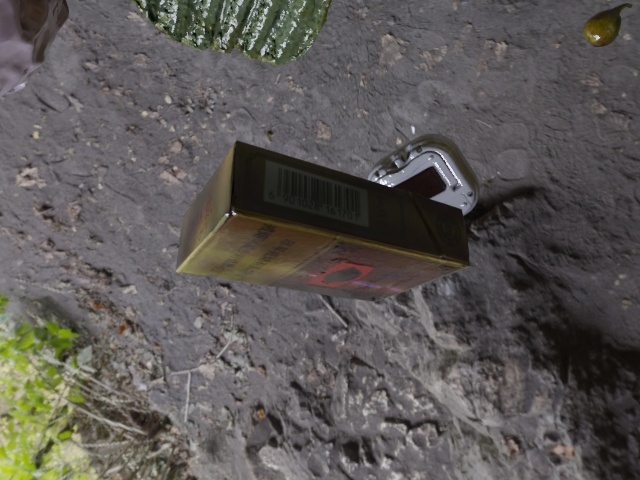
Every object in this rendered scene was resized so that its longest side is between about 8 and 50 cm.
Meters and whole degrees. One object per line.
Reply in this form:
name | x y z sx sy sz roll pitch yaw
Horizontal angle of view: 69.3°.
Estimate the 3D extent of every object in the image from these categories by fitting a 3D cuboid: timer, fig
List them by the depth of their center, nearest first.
fig | 0.648 -0.492 1.052 0.084 0.082 0.098 2 138 -17
timer | 0.263 -0.136 1.209 0.262 0.087 0.237 -28 112 33

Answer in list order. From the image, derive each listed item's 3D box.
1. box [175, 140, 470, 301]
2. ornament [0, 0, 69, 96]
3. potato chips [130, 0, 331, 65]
box | 0.000 0.000 0.448 0.240 0.071 0.159 13 152 -29
ornament | -0.310 -0.193 0.301 0.259 0.259 0.225 7 82 1
potato chips | -0.139 -0.444 0.714 0.359 0.070 0.429 8 153 -21
